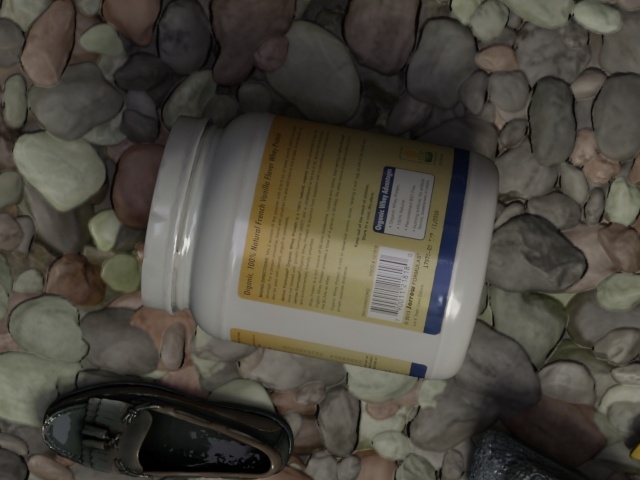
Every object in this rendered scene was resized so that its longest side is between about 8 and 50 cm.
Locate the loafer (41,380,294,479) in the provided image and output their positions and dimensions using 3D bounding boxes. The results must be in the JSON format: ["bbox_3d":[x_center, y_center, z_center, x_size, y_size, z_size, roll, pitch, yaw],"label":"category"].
[{"bbox_3d":[-0.163,0.204,1.779,0.268,0.084,0.096,4,100,3],"label":"loafer"}]

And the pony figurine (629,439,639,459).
[{"bbox_3d":[0.531,0.221,1.662,0.363,0.303,0.351,38,111,9],"label":"pony figurine"}]

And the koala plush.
[{"bbox_3d":[0.218,0.341,1.722,0.203,0.196,0.221,27,93,-9],"label":"koala plush"}]

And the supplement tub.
[{"bbox_3d":[0.000,0.000,1.661,0.316,0.228,0.228,11,100,2],"label":"supplement tub"}]
